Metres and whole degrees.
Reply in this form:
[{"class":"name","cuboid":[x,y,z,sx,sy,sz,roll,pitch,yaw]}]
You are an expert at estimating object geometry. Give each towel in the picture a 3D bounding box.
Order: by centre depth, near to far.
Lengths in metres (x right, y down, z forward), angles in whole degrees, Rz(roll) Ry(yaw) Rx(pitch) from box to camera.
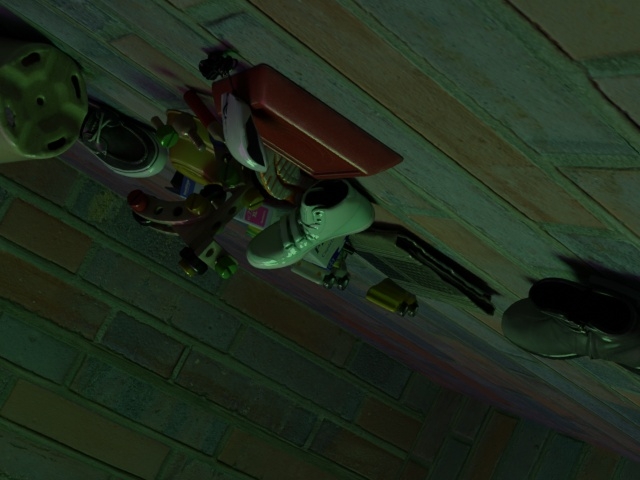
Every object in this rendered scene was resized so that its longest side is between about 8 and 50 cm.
[{"class":"towel","cuboid":[0.190,0.047,1.973,0.312,0.056,0.324,36,170,-27]}]

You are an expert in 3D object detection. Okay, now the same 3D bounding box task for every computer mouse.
[{"class":"computer mouse","cuboid":[-0.127,-0.179,1.360,0.106,0.042,0.193,24,138,58]}]

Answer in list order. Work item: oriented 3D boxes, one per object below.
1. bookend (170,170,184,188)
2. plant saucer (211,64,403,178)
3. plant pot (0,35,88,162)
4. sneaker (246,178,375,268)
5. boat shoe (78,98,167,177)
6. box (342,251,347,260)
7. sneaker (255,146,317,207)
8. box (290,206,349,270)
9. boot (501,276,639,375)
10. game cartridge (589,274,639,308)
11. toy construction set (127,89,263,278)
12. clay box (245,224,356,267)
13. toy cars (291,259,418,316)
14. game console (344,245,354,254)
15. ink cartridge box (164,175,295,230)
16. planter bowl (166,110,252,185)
[{"class":"bookend","cuboid":[-0.269,-0.120,2.264,0.157,0.072,0.156,26,171,6]},{"class":"plant saucer","cuboid":[-0.036,-0.167,1.440,0.258,0.048,0.259,32,170,-22]},{"class":"plant pot","cuboid":[-0.650,-0.282,1.865,0.305,0.334,0.334,7,160,35]},{"class":"sneaker","cuboid":[-0.041,-0.041,1.684,0.151,0.255,0.094,48,-159,-59]},{"class":"boat shoe","cuboid":[-0.500,-0.241,2.116,0.335,0.121,0.119,26,175,26]},{"class":"box","cuboid":[-0.017,0.013,2.316,0.168,0.054,0.059,27,170,6]},{"class":"sneaker","cuboid":[-0.079,-0.119,1.717,0.083,0.084,0.215,30,173,27]},{"class":"box","cuboid":[-0.003,-0.024,1.859,0.072,0.126,0.137,24,170,30]},{"class":"boot","cuboid":[0.399,0.118,1.521,0.338,0.118,0.222,4,159,47]},{"class":"game cartridge","cuboid":[0.459,0.079,1.445,0.083,0.017,0.056,22,165,30]},{"class":"toy construction set","cuboid":[-0.188,-0.078,1.652,0.237,0.257,0.309,51,154,30]},{"class":"clay box","cuboid":[-0.040,0.007,2.034,0.222,0.053,0.127,20,179,17]},{"class":"toy cars","cuboid":[0.097,0.090,2.193,0.393,0.087,0.176,22,-176,-28]},{"class":"game console","cuboid":[0.000,0.000,2.127,0.122,0.071,0.107,36,-169,-42]},{"class":"ink cartridge box","cuboid":[-0.162,-0.088,1.987,0.311,0.065,0.185,19,-169,35]},{"class":"planter bowl","cuboid":[-0.235,-0.166,1.871,0.217,0.090,0.217,27,170,5]}]
